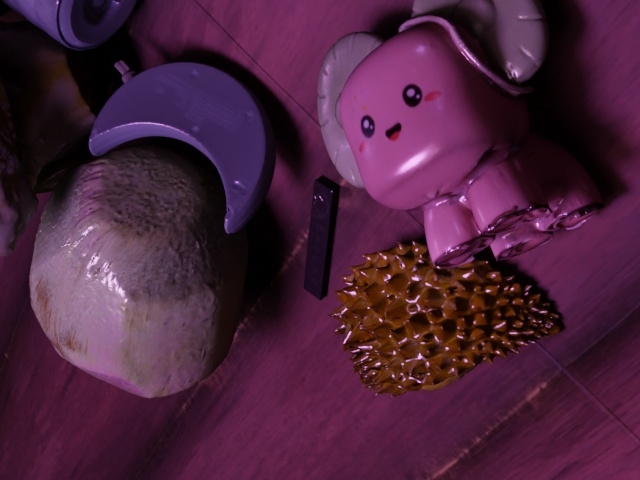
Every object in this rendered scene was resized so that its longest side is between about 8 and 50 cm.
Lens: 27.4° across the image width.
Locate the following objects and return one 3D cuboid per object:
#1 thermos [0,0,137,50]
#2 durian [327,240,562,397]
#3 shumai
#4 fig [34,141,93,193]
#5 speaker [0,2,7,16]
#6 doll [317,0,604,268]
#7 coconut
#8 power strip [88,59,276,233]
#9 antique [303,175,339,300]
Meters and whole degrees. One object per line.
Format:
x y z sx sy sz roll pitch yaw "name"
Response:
-0.358 -0.361 1.562 0.286 0.145 0.182 34 151 20 "thermos"
0.110 0.095 1.500 0.306 0.166 0.172 -33 65 48 "durian"
-0.409 -0.152 1.605 0.304 0.263 0.309 11 121 42 "shumai"
-0.429 -0.142 1.759 0.195 0.245 0.195 26 125 46 "fig"
-0.457 -0.319 1.693 0.082 0.044 0.218 56 179 -9 "speaker"
0.127 -0.118 1.270 0.284 0.216 0.268 -32 72 37 "doll"
-0.230 0.049 1.673 0.328 0.281 0.328 36 134 49 "coconut"
-0.158 -0.130 1.548 0.253 0.167 0.054 32 174 18 "power strip"
0.000 0.000 1.615 0.031 0.015 0.192 32 140 24 "antique"
